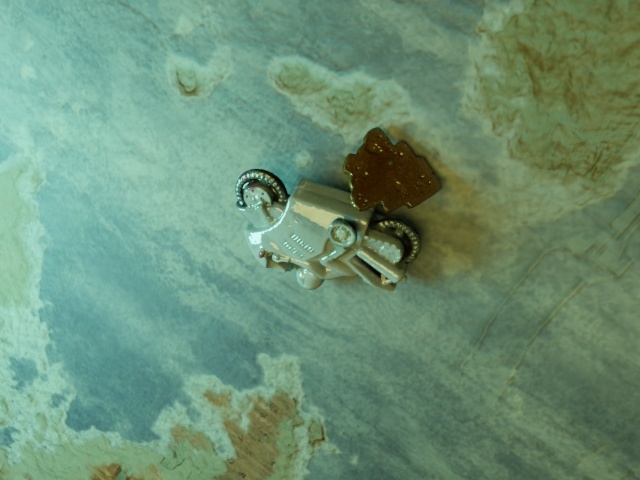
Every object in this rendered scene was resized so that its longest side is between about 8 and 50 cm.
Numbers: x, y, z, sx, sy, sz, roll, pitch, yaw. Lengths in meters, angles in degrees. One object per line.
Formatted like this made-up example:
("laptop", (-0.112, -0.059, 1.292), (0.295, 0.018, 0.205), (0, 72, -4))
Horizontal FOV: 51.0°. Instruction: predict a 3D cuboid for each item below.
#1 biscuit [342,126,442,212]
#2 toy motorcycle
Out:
("biscuit", (0.092, -0.081, 0.861), (0.130, 0.019, 0.119), (17, 73, -3))
("toy motorcycle", (0.000, 0.000, 0.915), (0.260, 0.110, 0.171), (20, 131, 5))
